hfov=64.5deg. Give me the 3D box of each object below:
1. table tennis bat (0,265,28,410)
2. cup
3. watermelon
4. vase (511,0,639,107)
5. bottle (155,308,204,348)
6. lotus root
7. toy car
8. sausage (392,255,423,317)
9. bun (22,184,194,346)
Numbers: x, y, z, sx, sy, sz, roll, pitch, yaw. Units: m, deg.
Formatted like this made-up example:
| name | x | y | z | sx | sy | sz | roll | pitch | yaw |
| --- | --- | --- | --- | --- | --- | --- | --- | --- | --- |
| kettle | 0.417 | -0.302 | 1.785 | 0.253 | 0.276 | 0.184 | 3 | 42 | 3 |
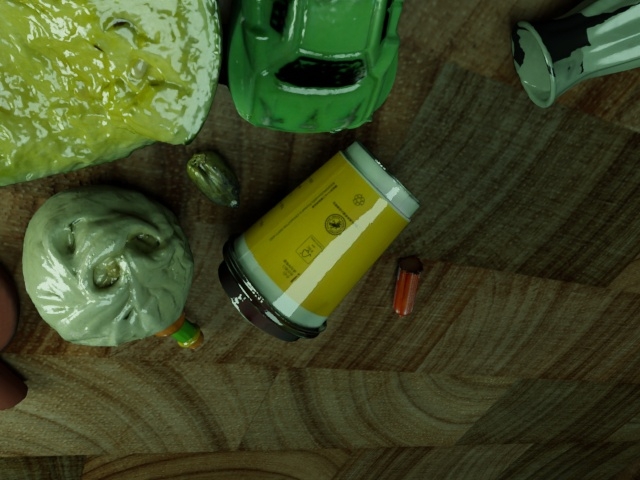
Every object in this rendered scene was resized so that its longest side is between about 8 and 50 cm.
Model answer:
| name | x | y | z | sx | sy | sz | roll | pitch | yaw |
| --- | --- | --- | --- | --- | --- | --- | --- | --- | --- |
| table tennis bat | -0.566 | 0.123 | 0.742 | 0.267 | 0.051 | 0.415 | -16 | 132 | -3 |
| cup | 0.000 | 0.000 | 0.728 | 0.279 | 0.196 | 0.196 | -45 | 129 | 10 |
| watermelon | -0.261 | -0.207 | 0.456 | 0.330 | 0.189 | 0.331 | -7 | 117 | -14 |
| vase | 0.434 | -0.290 | 0.628 | 0.359 | 0.165 | 0.165 | -23 | 133 | 8 |
| bottle | -0.256 | 0.120 | 0.825 | 0.069 | 0.069 | 0.187 | -27 | 134 | 7 |
| lotus root | -0.142 | -0.081 | 0.693 | 0.054 | 0.049 | 0.099 | -34 | 131 | 2 |
| toy car | 0.003 | -0.261 | 0.495 | 0.213 | 0.177 | 0.359 | -1 | 131 | -15 |
| sausage | 0.161 | 0.096 | 0.947 | 0.048 | 0.050 | 0.146 | -42 | 147 | -39 |
| bun | -0.272 | 0.038 | 0.662 | 0.230 | 0.133 | 0.231 | -4 | 102 | -18 |
